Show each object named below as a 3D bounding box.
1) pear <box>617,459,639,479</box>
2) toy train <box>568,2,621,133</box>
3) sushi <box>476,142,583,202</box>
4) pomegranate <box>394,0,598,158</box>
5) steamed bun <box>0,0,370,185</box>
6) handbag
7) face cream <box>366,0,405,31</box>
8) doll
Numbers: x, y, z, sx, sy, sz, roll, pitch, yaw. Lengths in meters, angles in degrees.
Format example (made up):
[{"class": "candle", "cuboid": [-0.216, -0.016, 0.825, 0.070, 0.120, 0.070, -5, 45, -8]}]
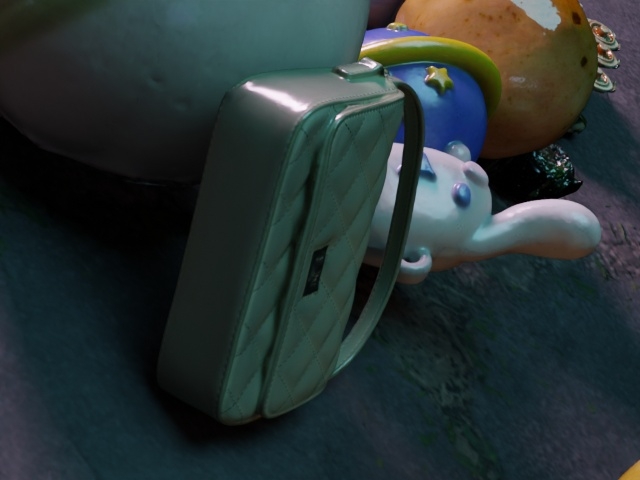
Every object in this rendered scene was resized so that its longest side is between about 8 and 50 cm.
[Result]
[{"class": "pear", "cuboid": [0.324, 0.271, 1.314, 0.314, 0.314, 0.314, 29, 33, -22]}, {"class": "toy train", "cuboid": [0.242, -0.191, 1.989, 0.125, 0.081, 0.194, 33, 33, -9]}, {"class": "sushi", "cuboid": [0.201, -0.068, 1.813, 0.084, 0.056, 0.083, 49, 24, 12]}, {"class": "pomegranate", "cuboid": [0.151, -0.162, 1.707, 0.191, 0.191, 0.191, 29, 33, -22]}, {"class": "steamed bun", "cuboid": [-0.101, -0.213, 1.356, 0.309, 0.309, 0.309, 29, 33, -22]}, {"class": "handbag", "cuboid": [0.000, 0.000, 1.314, 0.079, 0.256, 0.219, 27, 24, 31]}, {"class": "face cream", "cuboid": [-0.041, -0.305, 1.798, 0.420, 0.137, 0.235, 20, 38, -15]}, {"class": "doll", "cuboid": [0.031, -0.055, 1.539, 0.311, 0.159, 0.242, -7, 67, -25]}]
